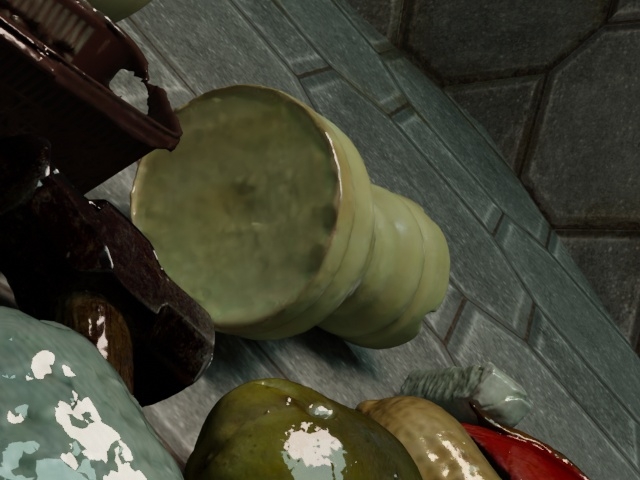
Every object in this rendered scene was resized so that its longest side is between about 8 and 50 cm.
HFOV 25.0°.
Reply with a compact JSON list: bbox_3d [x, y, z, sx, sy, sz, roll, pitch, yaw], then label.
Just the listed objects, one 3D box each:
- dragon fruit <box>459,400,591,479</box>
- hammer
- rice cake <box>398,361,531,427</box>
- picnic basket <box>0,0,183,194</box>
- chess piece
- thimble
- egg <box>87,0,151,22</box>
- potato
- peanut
[{"bbox_3d":[0.243,0.280,1.502,0.282,0.100,0.343,51,-5,-23],"label":"dragon fruit"},{"bbox_3d":[-0.154,0.133,0.976,0.242,0.095,0.409,53,18,-43],"label":"hammer"},{"bbox_3d":[0.158,0.178,1.646,0.069,0.063,0.206,38,-20,-19],"label":"rice cake"},{"bbox_3d":[-0.278,-0.161,1.276,0.297,0.129,0.222,35,19,-46],"label":"picnic basket"},{"bbox_3d":[0.000,0.000,1.519,0.234,0.234,0.442,55,13,21],"label":"chess piece"},{"bbox_3d":[-0.167,0.141,0.687,0.250,0.205,0.172,33,21,-56],"label":"thimble"},{"bbox_3d":[-0.262,-0.354,1.498,0.278,0.278,0.336,51,20,8],"label":"egg"},{"bbox_3d":[-0.006,0.201,1.133,0.228,0.148,0.197,43,30,-32],"label":"potato"},{"bbox_3d":[0.112,0.249,1.408,0.253,0.122,0.137,55,-22,27],"label":"peanut"}]
